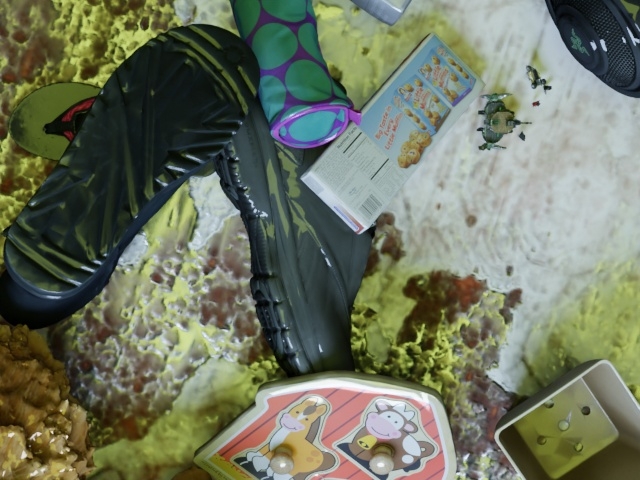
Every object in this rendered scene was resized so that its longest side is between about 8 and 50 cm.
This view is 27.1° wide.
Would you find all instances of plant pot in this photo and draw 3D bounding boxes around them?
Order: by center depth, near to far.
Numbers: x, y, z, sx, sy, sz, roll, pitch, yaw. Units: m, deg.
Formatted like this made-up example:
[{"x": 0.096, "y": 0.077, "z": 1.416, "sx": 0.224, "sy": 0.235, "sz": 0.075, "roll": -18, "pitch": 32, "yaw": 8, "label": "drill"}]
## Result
[{"x": 0.207, "y": 0.162, "z": 1.081, "sx": 0.109, "sy": 0.096, "sz": 0.109, "roll": -34, "pitch": 94, "yaw": 1, "label": "plant pot"}]

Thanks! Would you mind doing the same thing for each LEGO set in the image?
[{"x": 0.154, "y": -0.107, "z": 1.098, "sx": 0.083, "sy": 0.023, "sz": 0.054, "roll": -34, "pitch": 111, "yaw": -14, "label": "LEGO set"}]

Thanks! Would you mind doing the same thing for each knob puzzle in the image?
[{"x": 0.022, "y": 0.177, "z": 1.052, "sx": 0.213, "sy": 0.030, "sz": 0.213, "roll": 3, "pitch": 125, "yaw": 5, "label": "knob puzzle"}]

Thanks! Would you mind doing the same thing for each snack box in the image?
[{"x": 0.060, "y": -0.088, "z": 1.051, "sx": 0.064, "sy": 0.022, "sz": 0.178, "roll": 44, "pitch": 62, "yaw": -6, "label": "snack box"}]

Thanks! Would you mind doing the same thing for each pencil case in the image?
[{"x": -0.022, "y": -0.146, "z": 1.014, "sx": 0.070, "sy": 0.064, "sz": 0.152, "roll": -12, "pitch": 65, "yaw": -9, "label": "pencil case"}]

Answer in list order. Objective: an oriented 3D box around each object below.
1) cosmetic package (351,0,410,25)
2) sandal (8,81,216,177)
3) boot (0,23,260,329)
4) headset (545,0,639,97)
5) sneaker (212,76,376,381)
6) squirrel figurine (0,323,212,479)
[{"x": 0.084, "y": -0.293, "z": 1.028, "sx": 0.107, "sy": 0.127, "sz": 0.238, "roll": 31, "pitch": 95, "yaw": -2, "label": "cosmetic package"}, {"x": -0.166, "y": -0.090, "z": 1.083, "sx": 0.179, "sy": 0.040, "sz": 0.067, "roll": 9, "pitch": 95, "yaw": -1, "label": "sandal"}, {"x": -0.159, "y": -0.043, "z": 1.014, "sx": 0.094, "sy": 0.207, "sz": 0.246, "roll": 39, "pitch": 73, "yaw": -7, "label": "boot"}, {"x": 0.296, "y": -0.176, "z": 1.057, "sx": 0.243, "sy": 0.185, "sz": 0.394, "roll": -7, "pitch": 80, "yaw": -4, "label": "headset"}, {"x": 0.000, "y": 0.000, "z": 1.066, "sx": 0.130, "sy": 0.109, "sz": 0.286, "roll": -16, "pitch": 100, "yaw": -14, "label": "sneaker"}, {"x": -0.237, "y": 0.254, "z": 0.984, "sx": 0.370, "sy": 0.281, "sz": 0.397, "roll": -16, "pitch": 109, "yaw": -7, "label": "squirrel figurine"}]
